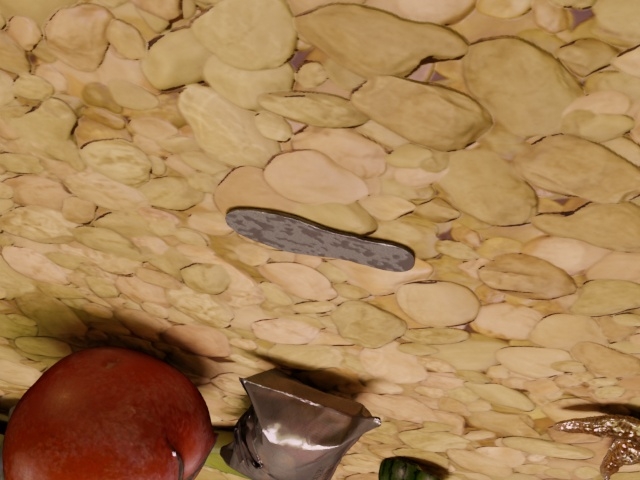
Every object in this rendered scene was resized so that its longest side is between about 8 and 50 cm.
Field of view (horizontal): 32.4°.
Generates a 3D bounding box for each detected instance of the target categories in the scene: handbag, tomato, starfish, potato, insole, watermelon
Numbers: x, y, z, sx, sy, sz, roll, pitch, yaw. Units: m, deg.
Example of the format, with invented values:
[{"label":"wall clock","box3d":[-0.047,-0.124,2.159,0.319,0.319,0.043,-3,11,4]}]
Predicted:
[{"label":"handbag","box3d":[-0.042,0.256,1.442,0.182,0.117,0.270,23,146,-2]},{"label":"tomato","box3d":[-0.272,0.257,1.390,0.265,0.265,0.265,9,150,5]},{"label":"starfish","box3d":[0.399,0.244,1.307,0.236,0.062,0.277,-1,149,24]},{"label":"potato","box3d":[-0.100,0.314,1.618,0.198,0.054,0.119,6,150,19]},{"label":"insole","box3d":[0.000,0.000,1.094,0.193,0.006,0.065,13,149,-2]},{"label":"watermelon","box3d":[0.130,0.362,1.602,0.105,0.062,0.105,16,156,8]}]

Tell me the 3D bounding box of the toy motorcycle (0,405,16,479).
[{"label":"toy motorcycle","box3d":[-0.543,0.327,1.685,0.410,0.168,0.237,15,148,-5]}]
